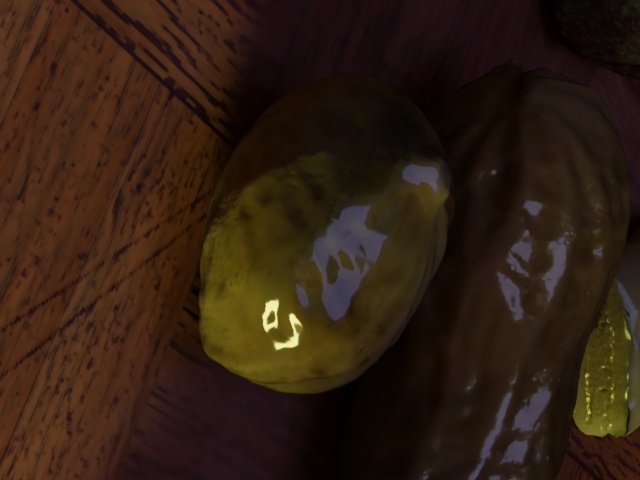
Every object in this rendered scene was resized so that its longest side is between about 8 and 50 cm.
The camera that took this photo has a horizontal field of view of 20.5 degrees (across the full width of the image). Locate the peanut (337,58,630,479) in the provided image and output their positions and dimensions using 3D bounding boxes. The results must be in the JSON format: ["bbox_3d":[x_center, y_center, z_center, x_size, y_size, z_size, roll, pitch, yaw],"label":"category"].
[{"bbox_3d":[0.088,0.054,1.000,0.149,0.149,0.313,7,100,-58],"label":"peanut"}]

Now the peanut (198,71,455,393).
[{"bbox_3d":[0.000,0.000,0.874,0.159,0.109,0.140,-54,131,-16],"label":"peanut"}]

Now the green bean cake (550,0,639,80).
[{"bbox_3d":[0.245,-0.221,1.189,0.198,0.097,0.232,15,87,-58],"label":"green bean cake"}]

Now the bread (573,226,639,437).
[{"bbox_3d":[0.244,0.056,1.310,0.178,0.060,0.139,-30,124,-49],"label":"bread"}]
